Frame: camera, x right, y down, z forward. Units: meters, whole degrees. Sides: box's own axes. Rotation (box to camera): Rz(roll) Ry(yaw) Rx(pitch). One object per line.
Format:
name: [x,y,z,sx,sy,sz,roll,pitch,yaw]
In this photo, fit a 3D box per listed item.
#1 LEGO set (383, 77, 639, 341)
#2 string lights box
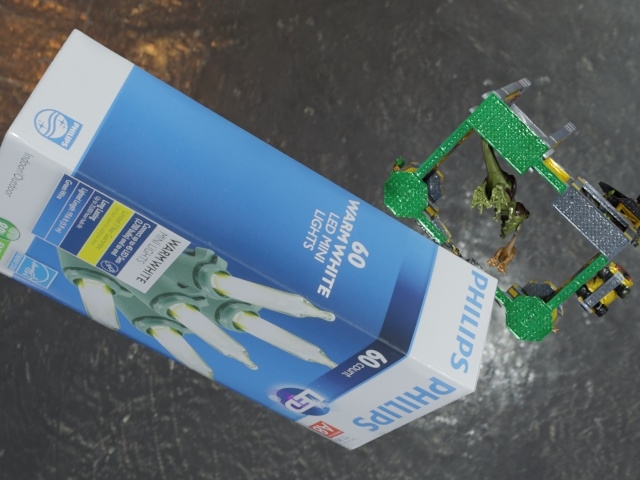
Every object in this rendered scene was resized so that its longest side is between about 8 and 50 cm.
LEGO set: [0.264,-0.050,1.237,0.331,0.255,0.192,39,28,11]
string lights box: [-0.050,0.013,0.525,0.260,0.133,0.076,30,54,-14]
